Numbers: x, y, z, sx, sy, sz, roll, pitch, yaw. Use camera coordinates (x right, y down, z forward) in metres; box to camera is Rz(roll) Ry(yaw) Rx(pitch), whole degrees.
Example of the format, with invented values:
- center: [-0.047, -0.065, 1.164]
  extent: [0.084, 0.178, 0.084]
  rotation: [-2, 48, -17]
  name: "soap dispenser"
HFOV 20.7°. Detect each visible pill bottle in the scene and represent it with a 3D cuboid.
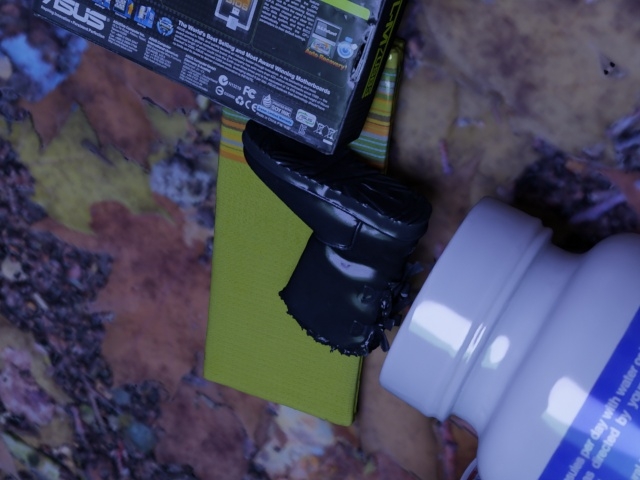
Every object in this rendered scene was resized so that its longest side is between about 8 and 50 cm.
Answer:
- center: [0.172, 0.090, 0.855]
  extent: [0.272, 0.152, 0.152]
  rotation: [30, 123, 9]
  name: "pill bottle"

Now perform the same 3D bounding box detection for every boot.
- center: [0.000, 0.000, 0.936]
  extent: [0.121, 0.045, 0.099]
  rotation: [31, 130, 14]
  name: "boot"

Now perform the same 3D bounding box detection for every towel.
- center: [-0.013, -0.011, 0.975]
  extent: [0.102, 0.021, 0.237]
  rotation: [18, 120, 21]
  name: "towel"

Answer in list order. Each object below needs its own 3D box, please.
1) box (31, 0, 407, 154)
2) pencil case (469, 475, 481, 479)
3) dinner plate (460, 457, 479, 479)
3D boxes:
- center: [-0.041, -0.164, 0.885]
  extent: [0.190, 0.045, 0.184]
  rotation: [26, 113, 15]
  name: "box"
- center: [0.138, 0.231, 0.869]
  extent: [0.273, 0.113, 0.124]
  rotation: [38, 116, 47]
  name: "pencil case"
- center: [0.143, 0.166, 0.986]
  extent: [0.141, 0.017, 0.141]
  rotation: [11, 119, 20]
  name: "dinner plate"
